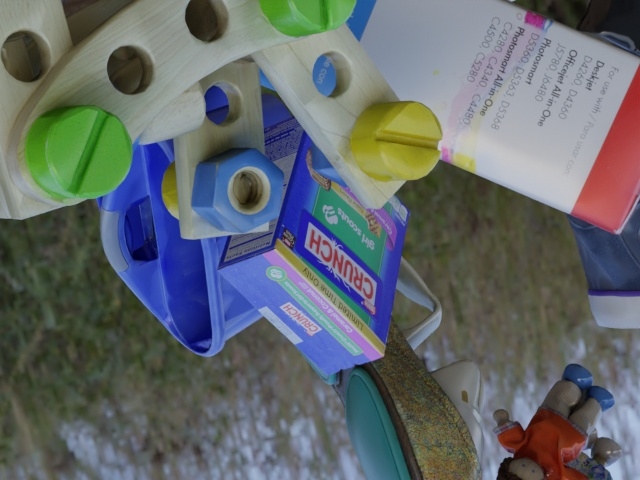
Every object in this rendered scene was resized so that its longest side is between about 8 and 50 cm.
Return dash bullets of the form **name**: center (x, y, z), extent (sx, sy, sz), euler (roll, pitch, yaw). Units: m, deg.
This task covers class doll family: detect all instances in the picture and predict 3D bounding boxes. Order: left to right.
- **doll family**: center (0.227, 0.235, 1.094), extent (0.263, 0.118, 0.163), euler (35, -131, 11)

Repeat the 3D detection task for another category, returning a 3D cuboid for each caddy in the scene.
- **caddy**: center (-0.139, -0.037, 1.403), extent (0.179, 0.341, 0.241), euler (-28, -126, -22)

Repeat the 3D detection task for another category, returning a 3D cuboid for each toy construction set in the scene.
- **toy construction set**: center (-0.098, -0.143, 0.490), extent (0.215, 0.327, 0.151), euler (-19, 177, -27)

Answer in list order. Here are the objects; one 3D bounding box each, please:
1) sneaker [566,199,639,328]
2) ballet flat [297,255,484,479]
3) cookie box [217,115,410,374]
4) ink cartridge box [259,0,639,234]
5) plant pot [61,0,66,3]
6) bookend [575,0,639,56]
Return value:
- **sneaker**: center (0.357, -0.056, 1.163), extent (0.323, 0.236, 0.130), euler (-7, -177, 28)
- **ballet flat**: center (0.053, 0.094, 1.037), extent (0.123, 0.123, 0.348), euler (-18, -127, -19)
- **cookie box**: center (0.000, 0.000, 0.734), extent (0.040, 0.092, 0.107), euler (-22, -143, 33)
- **ink cartridge box**: center (0.086, -0.072, 0.667), extent (0.231, 0.078, 0.134), euler (23, -169, 1)
- **plant pot**: center (-0.232, -0.235, 0.840), extent (0.215, 0.230, 0.215), euler (-29, -164, 9)
- **bookend**: center (0.213, -0.203, 0.981), extent (0.156, 0.157, 0.072), euler (24, -172, -9)
